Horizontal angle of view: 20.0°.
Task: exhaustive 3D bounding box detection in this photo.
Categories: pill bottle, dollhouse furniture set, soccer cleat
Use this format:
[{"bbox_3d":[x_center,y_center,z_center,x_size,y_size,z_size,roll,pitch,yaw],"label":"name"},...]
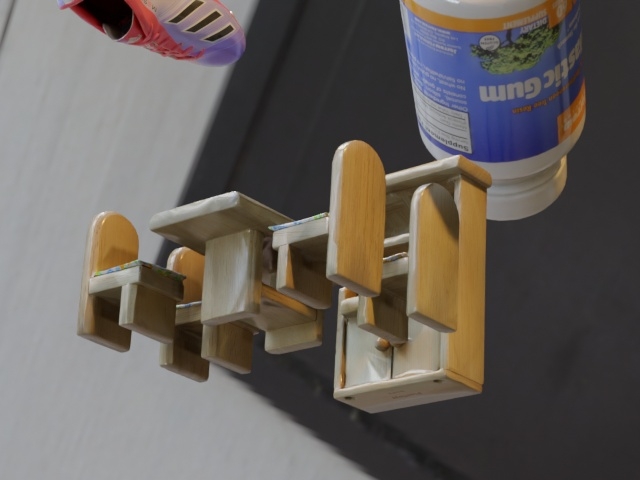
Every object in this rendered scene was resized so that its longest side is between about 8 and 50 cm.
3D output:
[{"bbox_3d":[0.155,-0.149,1.586,0.152,0.272,0.152,-6,46,6],"label":"pill bottle"},{"bbox_3d":[0.000,0.000,1.194,0.242,0.212,0.161,27,58,-45],"label":"dollhouse furniture set"},{"bbox_3d":[-0.162,-0.207,1.702,0.248,0.083,0.095,31,45,-46],"label":"soccer cleat"}]
